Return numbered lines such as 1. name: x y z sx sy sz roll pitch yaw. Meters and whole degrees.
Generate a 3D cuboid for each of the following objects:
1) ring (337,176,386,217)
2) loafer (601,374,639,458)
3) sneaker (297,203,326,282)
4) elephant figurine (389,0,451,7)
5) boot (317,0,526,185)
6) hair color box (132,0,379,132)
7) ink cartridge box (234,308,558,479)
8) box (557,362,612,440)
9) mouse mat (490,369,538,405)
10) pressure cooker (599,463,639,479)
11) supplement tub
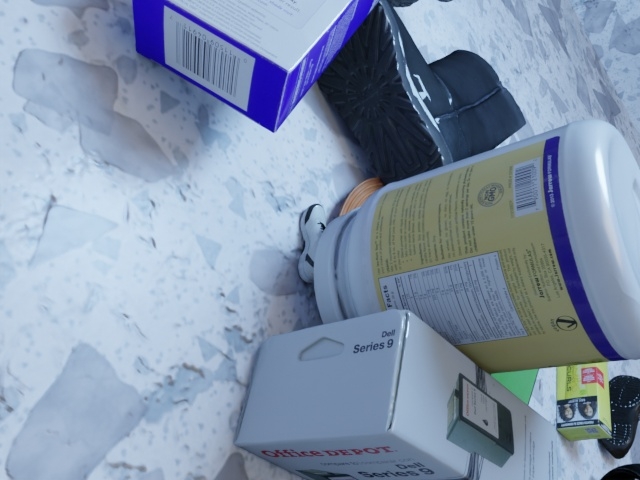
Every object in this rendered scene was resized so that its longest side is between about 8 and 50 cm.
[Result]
1. ring: 0.126 0.070 0.894 0.336 0.032 0.337 24 56 -40
2. loafer: 0.665 0.389 1.348 0.220 0.080 0.079 -45 132 -39
3. sneaker: 0.000 0.000 0.769 0.040 0.043 0.109 25 54 -39
4. elephant figurine: 0.115 -0.455 1.013 0.239 0.186 0.169 51 10 -20
5. boot: 0.185 -0.288 1.030 0.445 0.146 0.367 -32 101 -50
6. hair color box: -0.038 -0.302 0.700 0.185 0.110 0.339 31 61 3
7. ink cartridge box: 0.086 0.206 0.645 0.289 0.211 0.122 38 49 -31
8. box: 0.525 0.279 1.217 0.058 0.087 0.232 43 46 -28
9. mouse mat: 0.322 0.225 1.010 0.189 0.007 0.153 10 97 -48
10. pressure cooker: 0.487 0.532 0.838 0.375 0.369 0.421 11 64 -35
11. supplement tub: 0.181 0.027 0.678 0.241 0.331 0.241 22 60 -46
